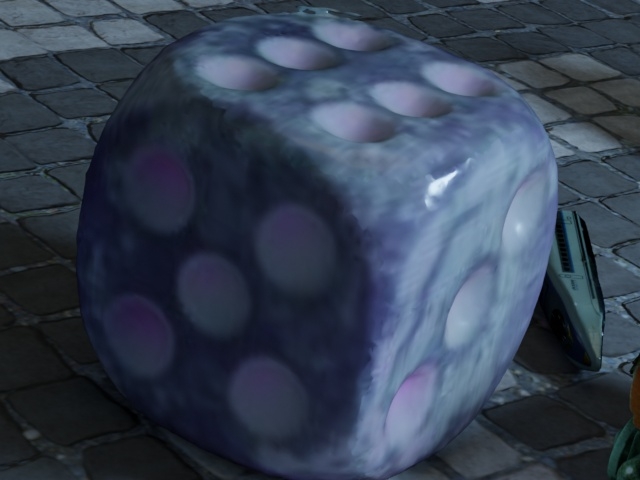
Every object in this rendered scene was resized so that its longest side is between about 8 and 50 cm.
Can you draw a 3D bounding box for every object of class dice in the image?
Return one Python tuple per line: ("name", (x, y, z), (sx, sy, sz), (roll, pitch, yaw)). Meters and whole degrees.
("dice", (0.000, 0.000, 1.404), (0.270, 0.271, 0.270), (24, 29, 27))

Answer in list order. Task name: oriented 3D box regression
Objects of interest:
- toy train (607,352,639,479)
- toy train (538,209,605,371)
("toy train", (0.323, 0.110, 1.412), (0.116, 0.177, 0.285), (30, 30, 34))
("toy train", (0.213, 0.045, 1.647), (0.048, 0.055, 0.252), (9, 24, -3))
